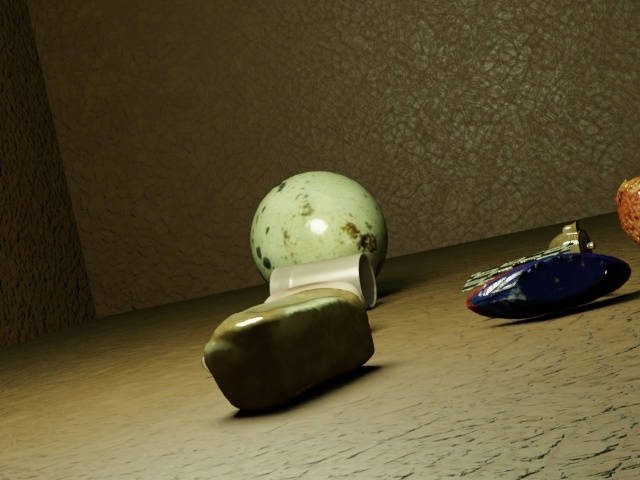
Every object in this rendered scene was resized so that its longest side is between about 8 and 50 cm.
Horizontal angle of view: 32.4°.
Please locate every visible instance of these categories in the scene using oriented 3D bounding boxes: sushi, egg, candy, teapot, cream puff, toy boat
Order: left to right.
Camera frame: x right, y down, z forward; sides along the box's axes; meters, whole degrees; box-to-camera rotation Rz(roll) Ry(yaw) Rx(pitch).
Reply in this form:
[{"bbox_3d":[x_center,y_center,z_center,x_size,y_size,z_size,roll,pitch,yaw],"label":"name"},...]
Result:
[{"bbox_3d":[-0.030,0.117,1.243,0.102,0.104,0.234,-13,1,36],"label":"candy"},{"bbox_3d":[0.000,0.000,2.293,0.287,0.288,0.379,-13,13,-12],"label":"egg"},{"bbox_3d":[0.334,0.061,1.822,0.192,0.040,0.210,-19,2,16],"label":"sushi"},{"bbox_3d":[0.318,0.067,1.517,0.219,0.072,0.318,-15,-9,15],"label":"toy boat"},{"bbox_3d":[0.441,0.017,1.953,0.080,0.085,0.110,-13,20,33],"label":"teapot"},{"bbox_3d":[0.604,-0.059,1.792,0.240,0.164,0.240,-18,-12,-4],"label":"cream puff"}]

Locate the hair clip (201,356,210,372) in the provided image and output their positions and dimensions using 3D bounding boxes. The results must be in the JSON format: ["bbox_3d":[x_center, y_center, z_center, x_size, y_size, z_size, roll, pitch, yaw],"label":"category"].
[{"bbox_3d":[-0.066,0.157,1.494,0.072,0.034,0.226,-12,2,-44],"label":"hair clip"}]

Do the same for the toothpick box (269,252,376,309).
[{"bbox_3d":[0.004,0.091,2.074,0.180,0.111,0.111,-11,2,19],"label":"toothpick box"}]

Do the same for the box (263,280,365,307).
[{"bbox_3d":[-0.012,0.112,1.713,0.146,0.088,0.200,-14,3,-19],"label":"box"}]
